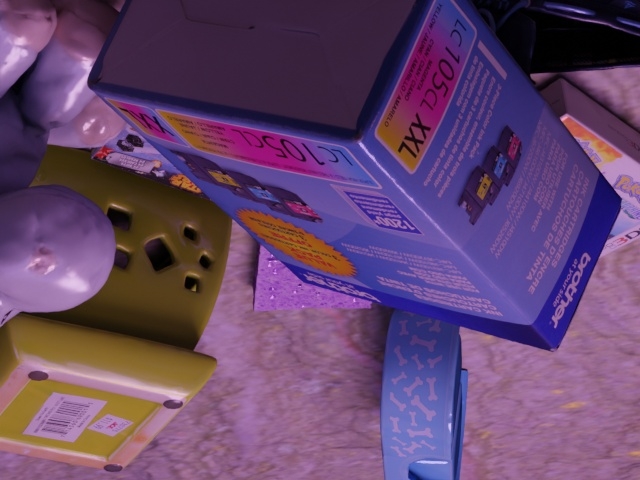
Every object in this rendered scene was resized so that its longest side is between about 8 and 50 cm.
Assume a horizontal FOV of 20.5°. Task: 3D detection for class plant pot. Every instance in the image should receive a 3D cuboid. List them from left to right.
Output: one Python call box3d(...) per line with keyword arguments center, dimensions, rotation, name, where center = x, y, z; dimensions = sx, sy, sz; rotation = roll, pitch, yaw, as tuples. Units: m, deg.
box3d(center=(-0.221, 0.071, 1.578), dimensions=(0.227, 0.207, 0.228), rotation=(15, 143, -26), name="plant pot")

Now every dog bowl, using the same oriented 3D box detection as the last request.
box3d(center=(0.107, 0.173, 1.809), dimensions=(0.074, 0.166, 0.297), rotation=(4, 147, 8), name="dog bowl")

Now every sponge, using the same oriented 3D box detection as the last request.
box3d(center=(0.000, 0.000, 1.648), dimensions=(0.117, 0.031, 0.210), rotation=(0, 146, -6), name="sponge")

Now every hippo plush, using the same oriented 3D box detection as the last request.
box3d(center=(-0.273, -0.052, 1.337), dimensions=(0.294, 0.237, 0.234), rotation=(-10, 154, 9), name="hippo plush")

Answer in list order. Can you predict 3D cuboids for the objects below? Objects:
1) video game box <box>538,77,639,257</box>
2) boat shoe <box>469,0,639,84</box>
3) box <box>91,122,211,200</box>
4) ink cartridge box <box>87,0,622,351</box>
box3d(center=(0.206, -0.045, 1.588), dimensions=(0.187, 0.048, 0.205), rotation=(-32, 137, 32), name="video game box")
box3d(center=(0.154, -0.167, 1.362), dimensions=(0.258, 0.089, 0.109), rotation=(-8, 146, 7), name="boat shoe")
box3d(center=(-0.115, -0.083, 1.517), dimensions=(0.137, 0.027, 0.094), rotation=(19, 138, -30), name="box")
box3d(center=(0.050, -0.058, 1.365), dimensions=(0.270, 0.151, 0.395), rotation=(14, 163, 39), name="ink cartridge box")
